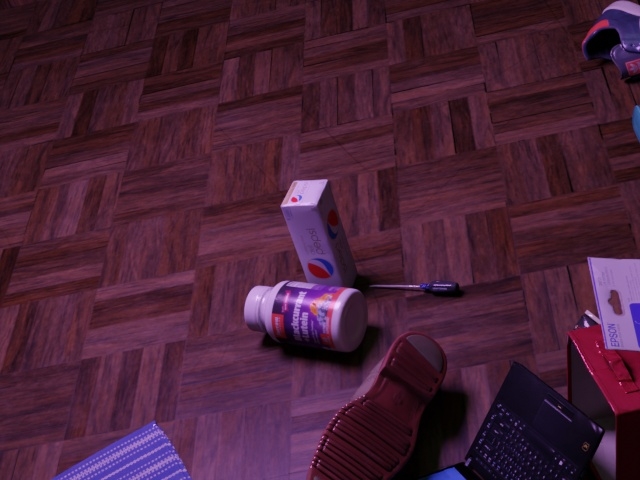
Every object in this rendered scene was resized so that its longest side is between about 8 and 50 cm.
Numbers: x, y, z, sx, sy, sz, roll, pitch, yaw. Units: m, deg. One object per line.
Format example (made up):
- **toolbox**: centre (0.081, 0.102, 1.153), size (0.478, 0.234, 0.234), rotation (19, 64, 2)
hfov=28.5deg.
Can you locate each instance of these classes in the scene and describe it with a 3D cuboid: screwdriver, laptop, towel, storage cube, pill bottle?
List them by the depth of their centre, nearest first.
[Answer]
- **storage cube**: centre (0.458, 0.225, 1.719), size (0.193, 0.215, 0.183), rotation (-13, 35, -5)
- **laptop**: centre (0.222, 0.308, 1.727), size (0.264, 0.137, 0.234), rotation (-64, 28, 8)
- **towel**: centre (-0.295, 0.431, 1.923), size (0.243, 0.040, 0.336), rotation (-29, 35, -11)
- **pill bottle**: centre (-0.027, 0.125, 2.135), size (0.194, 0.108, 0.108), rotation (5, 42, 29)
- **screwdriver**: centre (0.160, 0.078, 2.188), size (0.170, 0.025, 0.024), rotation (4, 42, 26)

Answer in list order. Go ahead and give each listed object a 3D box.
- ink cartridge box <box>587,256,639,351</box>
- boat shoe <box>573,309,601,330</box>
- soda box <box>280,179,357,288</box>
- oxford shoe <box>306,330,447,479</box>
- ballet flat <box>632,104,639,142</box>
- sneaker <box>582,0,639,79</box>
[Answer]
- **ink cartridge box**: centre (0.469, 0.097, 1.682), size (0.208, 0.045, 0.206), rotation (2, 35, 3)
- **boat shoe**: centre (0.447, 0.159, 1.947), size (0.042, 0.049, 0.133), rotation (-52, 48, 2)
- **soda box**: centre (0.000, 0.000, 2.194), size (0.069, 0.216, 0.074), rotation (-1, 40, 22)
- **oxford shoe**: centre (0.076, 0.288, 1.882), size (0.123, 0.130, 0.348), rotation (40, 48, 4)
- **ballet flat**: centre (0.618, -0.167, 2.267), size (0.087, 0.083, 0.247), rotation (3, 41, 4)
- **sneaker**: centre (0.667, -0.368, 2.478), size (0.148, 0.131, 0.350), rotation (-43, 37, -19)
